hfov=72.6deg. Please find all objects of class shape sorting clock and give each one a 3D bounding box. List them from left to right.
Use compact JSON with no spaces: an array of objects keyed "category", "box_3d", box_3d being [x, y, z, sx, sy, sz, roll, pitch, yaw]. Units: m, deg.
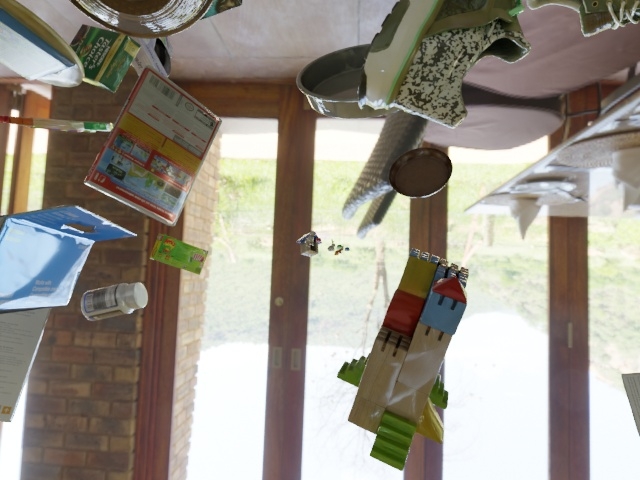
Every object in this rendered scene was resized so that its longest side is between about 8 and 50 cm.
[{"category":"shape sorting clock","box_3d":[-0.433,-0.287,0.602,0.206,0.040,0.206,16,167,4]}]

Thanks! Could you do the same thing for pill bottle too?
[{"category":"pill bottle","box_3d":[-0.512,0.150,1.087,0.137,0.078,0.078,-12,175,5]}]

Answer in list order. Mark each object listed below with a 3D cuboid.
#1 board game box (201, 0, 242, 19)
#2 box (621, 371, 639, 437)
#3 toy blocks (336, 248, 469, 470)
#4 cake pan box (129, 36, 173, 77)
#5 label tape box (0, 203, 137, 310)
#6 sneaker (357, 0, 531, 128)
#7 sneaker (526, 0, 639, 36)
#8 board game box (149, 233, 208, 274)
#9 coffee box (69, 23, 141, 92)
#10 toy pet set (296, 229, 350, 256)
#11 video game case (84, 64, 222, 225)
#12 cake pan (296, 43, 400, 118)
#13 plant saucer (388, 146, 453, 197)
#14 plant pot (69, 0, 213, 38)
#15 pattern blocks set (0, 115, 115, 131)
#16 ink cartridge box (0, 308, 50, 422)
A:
[{"category":"board game box","box_3d":[-0.285,-0.615,1.024,0.126,0.026,0.186,-8,158,20]},{"category":"box","box_3d":[0.555,0.265,0.705,0.087,0.101,0.101,-19,151,33]},{"category":"toy blocks","box_3d":[0.163,0.140,0.734,0.191,0.260,0.381,20,-164,14]},{"category":"cake pan box","box_3d":[-0.558,-0.645,1.374,0.070,0.245,0.266,-9,143,5]},{"category":"label tape box","box_3d":[-0.433,0.043,0.547,0.334,0.105,0.240,-6,174,-8]},{"category":"sneaker","box_3d":[0.223,-0.326,0.619,0.182,0.410,0.158,33,179,4]},{"category":"sneaker","box_3d":[0.274,-0.215,0.387,0.064,0.086,0.192,19,-156,-53]},{"category":"board game box","box_3d":[-0.498,0.051,1.543,0.181,0.092,0.043,27,167,-41]},{"category":"coffee box","box_3d":[-0.455,-0.376,0.890,0.184,0.113,0.040,28,177,32]},{"category":"toy pet set","box_3d":[0.000,0.000,1.210,0.122,0.065,0.114,19,149,-40]},{"category":"video game case","box_3d":[-0.351,-0.201,0.953,0.025,0.285,0.204,6,161,44]},{"category":"cake pan","box_3d":[0.097,-0.342,0.925,0.293,0.293,0.054,1,133,15]},{"category":"plant saucer","box_3d":[0.266,-0.176,1.158,0.169,0.168,0.029,1,149,23]},{"category":"plant pot","box_3d":[-0.243,-0.368,0.561,0.238,0.109,0.237,-9,139,-8]},{"category":"pattern blocks set","box_3d":[-0.658,-0.296,1.117,0.325,0.026,0.285,10,-165,25]},{"category":"ink cartridge box","box_3d":[-0.603,0.188,0.739,0.206,0.208,0.045,21,148,-28]}]
